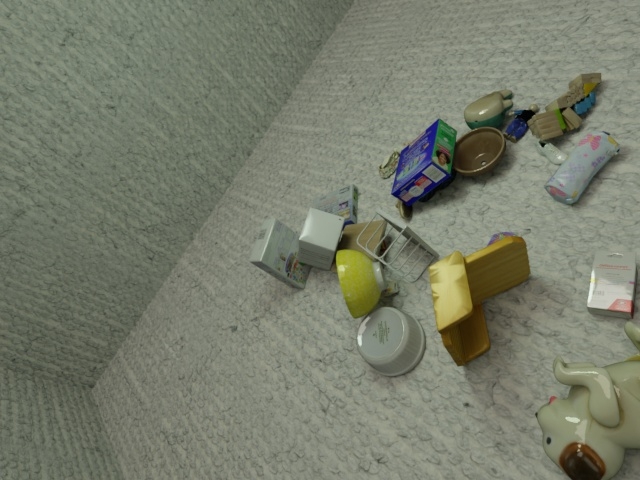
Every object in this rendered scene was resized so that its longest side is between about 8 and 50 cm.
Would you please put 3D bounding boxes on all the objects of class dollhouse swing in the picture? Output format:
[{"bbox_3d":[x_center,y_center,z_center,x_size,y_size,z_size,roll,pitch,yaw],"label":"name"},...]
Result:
[{"bbox_3d":[0.553,0.206,1.399,0.304,0.347,0.315,-14,52,21],"label":"dollhouse swing"}]

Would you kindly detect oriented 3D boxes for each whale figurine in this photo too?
[{"bbox_3d":[0.777,-0.588,1.949,0.216,0.141,0.272,6,42,48],"label":"whale figurine"}]

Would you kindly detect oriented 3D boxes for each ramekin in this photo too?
[{"bbox_3d":[0.262,0.387,1.684,0.272,0.127,0.273,-24,47,29],"label":"ramekin"}]

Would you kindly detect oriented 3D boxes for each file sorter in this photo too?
[{"bbox_3d":[0.318,0.029,1.787,0.173,0.277,0.193,-53,41,4],"label":"file sorter"}]

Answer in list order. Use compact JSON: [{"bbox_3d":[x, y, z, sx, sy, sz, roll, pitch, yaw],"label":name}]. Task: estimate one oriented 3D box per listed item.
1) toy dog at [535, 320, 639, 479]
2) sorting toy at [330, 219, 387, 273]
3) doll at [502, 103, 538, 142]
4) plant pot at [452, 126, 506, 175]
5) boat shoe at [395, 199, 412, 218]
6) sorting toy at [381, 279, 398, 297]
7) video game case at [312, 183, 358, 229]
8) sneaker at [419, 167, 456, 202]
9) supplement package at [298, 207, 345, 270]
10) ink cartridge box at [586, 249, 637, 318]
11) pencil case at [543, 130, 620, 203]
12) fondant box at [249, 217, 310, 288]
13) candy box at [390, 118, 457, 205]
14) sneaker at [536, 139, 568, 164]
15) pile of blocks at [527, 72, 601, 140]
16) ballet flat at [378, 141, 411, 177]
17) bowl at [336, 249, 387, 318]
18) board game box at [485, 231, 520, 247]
[{"bbox_3d":[0.767,0.453,1.111,0.408,0.284,0.395,-38,79,12],"label":"toy dog"},{"bbox_3d":[0.199,0.047,2.005,0.257,0.089,0.256,-7,57,49],"label":"sorting toy"},{"bbox_3d":[0.869,-0.517,1.847,0.129,0.046,0.189,40,89,29],"label":"doll"},{"bbox_3d":[0.692,-0.365,1.855,0.237,0.109,0.237,-24,48,29],"label":"plant pot"},{"bbox_3d":[0.389,-0.169,2.032,0.072,0.068,0.190,-31,33,39],"label":"boat shoe"},{"bbox_3d":[0.299,0.207,1.851,0.075,0.045,0.083,-18,50,23],"label":"sorting toy"},{"bbox_3d":[0.073,-0.154,2.301,0.269,0.061,0.244,-18,49,33],"label":"video game case"},{"bbox_3d":[0.522,-0.267,1.960,0.211,0.080,0.081,-35,45,18],"label":"sneaker"},{"bbox_3d":[0.000,0.000,2.049,0.175,0.293,0.178,17,67,4],"label":"supplement package"},{"bbox_3d":[0.909,0.133,1.327,0.115,0.067,0.198,3,66,43],"label":"ink cartridge box"},{"bbox_3d":[0.945,-0.262,1.549,0.124,0.113,0.273,41,92,25],"label":"pencil case"},{"bbox_3d":[-0.183,0.071,2.163,0.096,0.330,0.238,-6,58,42],"label":"fondant box"},{"bbox_3d":[0.466,-0.352,1.930,0.268,0.122,0.317,-40,25,49],"label":"candy box"},{"bbox_3d":[0.909,-0.349,1.684,0.053,0.061,0.152,-44,43,6],"label":"sneaker"},{"bbox_3d":[0.985,-0.520,1.725,0.362,0.149,0.112,-41,-3,-4],"label":"pile of blocks"},{"bbox_3d":[0.386,-0.427,2.204,0.241,0.077,0.091,-52,40,-1],"label":"ballet flat"},{"bbox_3d":[0.180,0.159,1.735,0.156,0.289,0.290,-16,50,12],"label":"bowl"},{"bbox_3d":[0.685,0.034,1.628,0.133,0.033,0.169,25,80,49],"label":"board game box"}]
